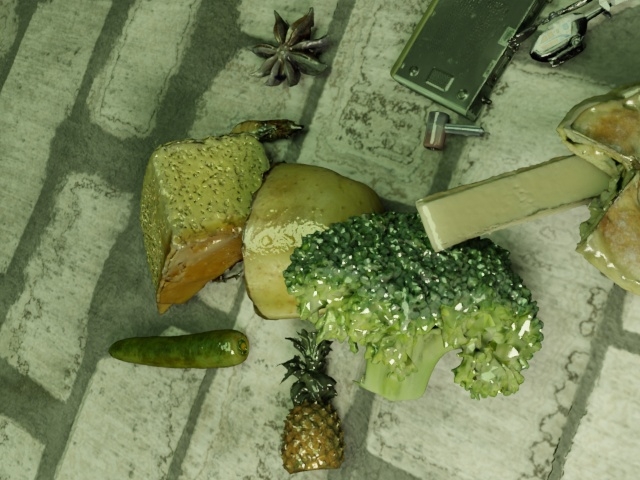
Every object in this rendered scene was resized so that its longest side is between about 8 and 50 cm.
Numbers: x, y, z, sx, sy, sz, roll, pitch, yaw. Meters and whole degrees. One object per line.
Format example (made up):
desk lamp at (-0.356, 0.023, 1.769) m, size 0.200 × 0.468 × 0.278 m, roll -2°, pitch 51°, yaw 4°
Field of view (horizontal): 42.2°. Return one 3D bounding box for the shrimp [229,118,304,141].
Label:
shrimp at (-0.114, -0.169, 1.635) m, size 0.195 × 0.035 × 0.148 m, roll 0°, pitch 77°, yaw 36°

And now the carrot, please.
carrot at (-0.293, 0.216, 1.633) m, size 0.358 × 0.074 × 0.074 m, roll -6°, pitch 75°, yaw 32°

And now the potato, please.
potato at (0.000, 0.000, 1.421) m, size 0.242 × 0.242 × 0.285 m, roll 1°, pitch 64°, yaw 33°

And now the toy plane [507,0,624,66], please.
toy plane at (0.405, -0.344, 1.331) m, size 0.197 × 0.053 × 0.078 m, roll -32°, pitch 77°, yaw 18°

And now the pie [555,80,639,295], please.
pie at (0.486, -0.079, 1.150) m, size 0.337 × 0.075 × 0.337 m, roll 0°, pitch 75°, yaw -1°

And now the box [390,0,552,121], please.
box at (0.262, -0.361, 1.440) m, size 0.211 × 0.045 × 0.270 m, roll 37°, pitch 99°, yaw 35°

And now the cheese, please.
cheese at (0.326, -0.074, 1.189) m, size 0.400 × 0.034 × 0.085 m, roll -17°, pitch 69°, yaw -17°

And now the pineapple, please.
pineapple at (-0.019, 0.271, 1.424) m, size 0.125 × 0.125 × 0.251 m, roll -14°, pitch 65°, yaw 29°

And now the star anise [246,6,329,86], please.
star anise at (-0.059, -0.376, 1.637) m, size 0.204 × 0.061 × 0.181 m, roll 0°, pitch 77°, yaw 32°

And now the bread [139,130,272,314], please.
bread at (-0.219, -0.030, 1.637) m, size 0.279 × 0.315 × 0.248 m, roll -17°, pitch 69°, yaw -15°

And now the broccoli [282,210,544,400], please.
broccoli at (0.148, 0.096, 1.232) m, size 0.338 × 0.317 × 0.277 m, roll -27°, pitch 31°, yaw -6°

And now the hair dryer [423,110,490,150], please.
hair dryer at (0.235, -0.184, 1.422) m, size 0.114 × 0.037 × 0.063 m, roll 9°, pitch 84°, yaw 26°
